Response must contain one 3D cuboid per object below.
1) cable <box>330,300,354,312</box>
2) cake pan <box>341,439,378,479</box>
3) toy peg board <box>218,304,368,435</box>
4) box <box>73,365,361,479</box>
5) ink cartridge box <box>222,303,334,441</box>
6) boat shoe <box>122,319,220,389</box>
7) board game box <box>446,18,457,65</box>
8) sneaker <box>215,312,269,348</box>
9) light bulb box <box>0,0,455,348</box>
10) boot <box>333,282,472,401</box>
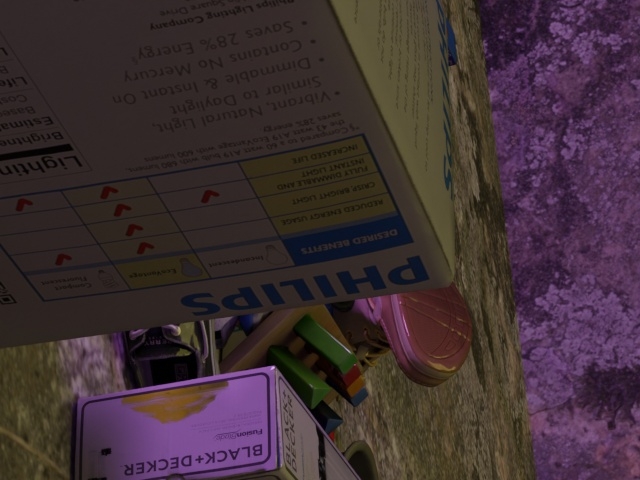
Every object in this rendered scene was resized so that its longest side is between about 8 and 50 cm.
[{"bbox_3d":[0.000,0.000,1.869,0.184,0.047,0.151,-95,170,-53],"label":"cable"},{"bbox_3d":[0.000,0.333,1.785,0.293,0.054,0.293,5,90,-77],"label":"cake pan"},{"bbox_3d":[-0.023,0.152,1.708,0.079,0.161,0.161,41,-11,34],"label":"toy peg board"},{"bbox_3d":[-0.066,0.209,1.512,0.290,0.169,0.087,56,27,-56],"label":"box"},{"bbox_3d":[-0.041,0.116,1.859,0.134,0.078,0.231,59,24,-52],"label":"ink cartridge box"},{"bbox_3d":[-0.125,0.075,1.561,0.070,0.077,0.219,-57,137,-72],"label":"boat shoe"},{"bbox_3d":[0.036,-0.238,2.148,0.160,0.210,0.047,54,30,-59],"label":"board game box"},{"bbox_3d":[-0.096,-0.025,1.730,0.323,0.130,0.236,-129,-130,-80],"label":"sneaker"},{"bbox_3d":[-0.130,-0.130,1.114,0.361,0.357,0.225,62,25,-54],"label":"light bulb box"},{"bbox_3d":[0.053,0.107,1.952,0.095,0.203,0.262,26,28,-27],"label":"boot"}]
